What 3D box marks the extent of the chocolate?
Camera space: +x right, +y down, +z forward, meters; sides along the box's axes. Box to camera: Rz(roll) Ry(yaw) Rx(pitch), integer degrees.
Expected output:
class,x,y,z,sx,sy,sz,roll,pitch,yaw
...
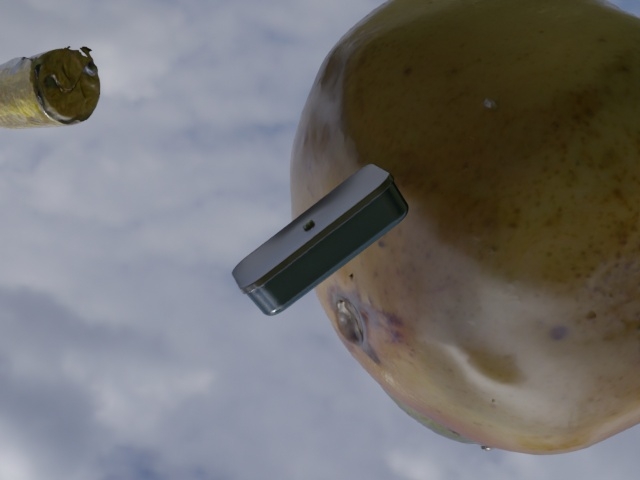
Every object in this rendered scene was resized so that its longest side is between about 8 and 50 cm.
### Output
class,x,y,z,sx,sy,sz,roll,pitch,yaw
chocolate,-0.312,-0.147,1.646,0.085,0.086,0.219,-13,-175,-38

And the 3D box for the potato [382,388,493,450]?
class,x,y,z,sx,sy,sz,roll,pitch,yaw
potato,0.246,0.051,1.739,0.385,0.442,0.319,20,-148,-27

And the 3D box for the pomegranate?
class,x,y,z,sx,sy,sz,roll,pitch,yaw
pomegranate,0.175,-0.035,1.350,0.416,0.417,0.417,10,-150,-6

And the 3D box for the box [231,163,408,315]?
class,x,y,z,sx,sy,sz,roll,pitch,yaw
box,0.000,0.000,1.071,0.031,0.126,0.091,53,177,-12
